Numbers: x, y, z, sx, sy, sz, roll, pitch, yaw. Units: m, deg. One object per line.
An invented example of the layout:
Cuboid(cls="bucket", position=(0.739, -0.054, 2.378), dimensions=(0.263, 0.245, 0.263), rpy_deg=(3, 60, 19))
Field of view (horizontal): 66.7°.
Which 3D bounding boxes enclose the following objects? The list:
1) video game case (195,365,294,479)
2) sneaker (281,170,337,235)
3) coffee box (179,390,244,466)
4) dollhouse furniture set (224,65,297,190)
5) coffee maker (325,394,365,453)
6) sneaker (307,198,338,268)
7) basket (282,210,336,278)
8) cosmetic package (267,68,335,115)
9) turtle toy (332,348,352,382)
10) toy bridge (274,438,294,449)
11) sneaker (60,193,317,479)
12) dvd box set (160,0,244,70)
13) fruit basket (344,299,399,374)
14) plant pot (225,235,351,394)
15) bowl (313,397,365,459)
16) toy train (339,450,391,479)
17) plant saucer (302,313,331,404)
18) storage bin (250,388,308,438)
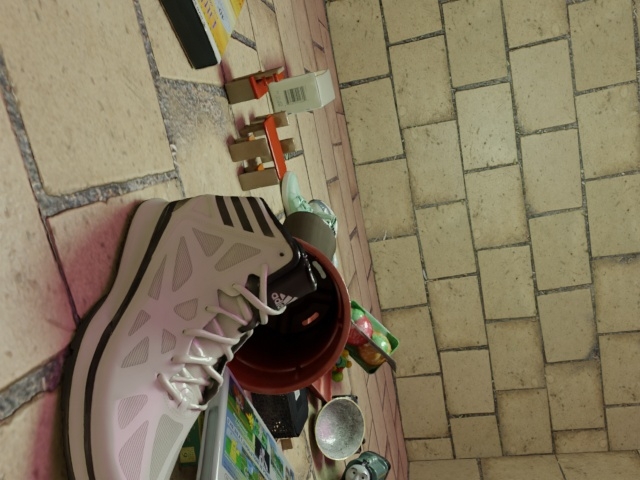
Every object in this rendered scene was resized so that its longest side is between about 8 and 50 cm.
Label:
Cuboid(cls="video game case", position=(-0.103, 0.410, 0.744), dimensions=(0.300, 0.036, 0.329), rpy_deg=(-99, 169, -56))
Cuboid(cls="sneaker", position=(-0.028, -0.095, 1.478), dimensions=(0.094, 0.151, 0.255), rpy_deg=(-20, 100, -75))
Cuboid(cls="coffee box", position=(-0.177, 0.290, 0.810), dimensions=(0.184, 0.040, 0.113), rpy_deg=(28, 54, -74))
Cuboid(cls="dollhouse furniture set", position=(-0.127, -0.280, 1.202), dimensions=(0.262, 0.135, 0.259), rpy_deg=(-75, 153, -61))
Cuboid(cls="coffee maker", position=(0.068, 0.590, 1.560), dimensions=(0.171, 0.120, 0.178), rpy_deg=(111, -22, -65))
Cuboid(cls="sneaker", position=(0.000, 0.000, 1.637), dimensions=(0.122, 0.110, 0.283), rpy_deg=(-19, 100, -74))
Cuboid(cls="basket", position=(-0.048, 0.069, 1.296), dimensions=(0.227, 0.154, 0.204), rpy_deg=(-78, 158, -48))
Cuboid(cls="cosmetic package", position=(-0.055, -0.495, 1.620), dimensions=(0.309, 0.160, 0.113), rpy_deg=(-70, 148, -67))
Cuboid(cls="turtle toy", position=(0.051, 0.416, 1.634), dimensions=(0.066, 0.095, 0.130), rpy_deg=(-44, 127, -45))
Cuboid(cls="toy bridge", position=(-0.097, 0.472, 1.065), dimensions=(0.188, 0.026, 0.063), rpy_deg=(-30, 108, -76))
Cuboid(cls="sneaker", position=(-0.139, 0.107, 0.614), dimensions=(0.169, 0.258, 0.447), rpy_deg=(64, 21, -52))
Cuboid(cls="dvd box set", position=(-0.258, -0.597, 1.017), dimensions=(0.420, 0.062, 0.307), rpy_deg=(-86, 162, -45))
Cuboid(cls="fruit basket", position=(0.141, 0.303, 1.629), dimensions=(0.327, 0.165, 0.353), rpy_deg=(41, -14, 21))
Cuboid(cls="plant pot", position=(-0.076, 0.114, 0.935), dimensions=(0.265, 0.273, 0.272), rpy_deg=(-42, 123, -84))
Cuboid(cls="bowl", position=(0.039, 0.545, 1.425), dimensions=(0.080, 0.170, 0.170), rpy_deg=(-19, -104, 58))
Cuboid(cls="toy train", position=(0.120, 0.740, 1.463), dimensions=(0.190, 0.142, 0.334), rpy_deg=(-64, 156, -12))
Cuboid(cls="plant saucer", position=(-0.020, 0.332, 1.452), dimensions=(0.259, 0.048, 0.258), rpy_deg=(63, 22, -51))
Cuboid(cls="storage bin", position=(-0.090, 0.328, 1.067), dimensions=(0.122, 0.084, 0.180), rpy_deg=(-34, 114, -76))
